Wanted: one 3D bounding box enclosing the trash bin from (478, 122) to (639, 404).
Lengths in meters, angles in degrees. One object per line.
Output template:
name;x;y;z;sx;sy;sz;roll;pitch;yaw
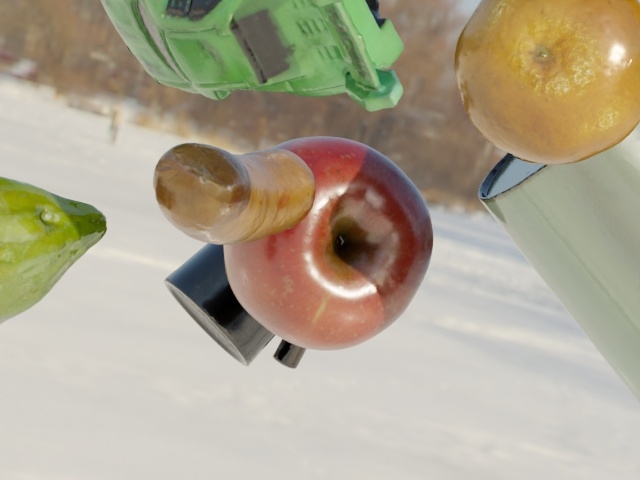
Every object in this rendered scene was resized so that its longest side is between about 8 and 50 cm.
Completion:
trash bin;0.400;0.036;1.757;0.432;0.280;0.280;48;-1;-7

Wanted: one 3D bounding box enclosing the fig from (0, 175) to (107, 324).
fig;-0.338;0.015;1.618;0.233;0.167;0.167;-5;3;1

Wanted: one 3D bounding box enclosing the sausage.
sausage;-0.094;-0.049;1.678;0.108;0.109;0.270;16;5;19

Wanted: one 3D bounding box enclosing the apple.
apple;0.000;0.000;1.972;0.260;0.261;0.216;14;-4;-24

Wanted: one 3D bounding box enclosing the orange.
orange;0.180;-0.133;1.231;0.154;0.155;0.134;16;7;14

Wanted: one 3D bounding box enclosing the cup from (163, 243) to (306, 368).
cup;-0.091;0.070;2.266;0.166;0.177;0.239;39;-13;25

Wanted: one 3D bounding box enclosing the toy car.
toy car;-0.072;-0.228;1.591;0.358;0.176;0.213;1;-43;32
